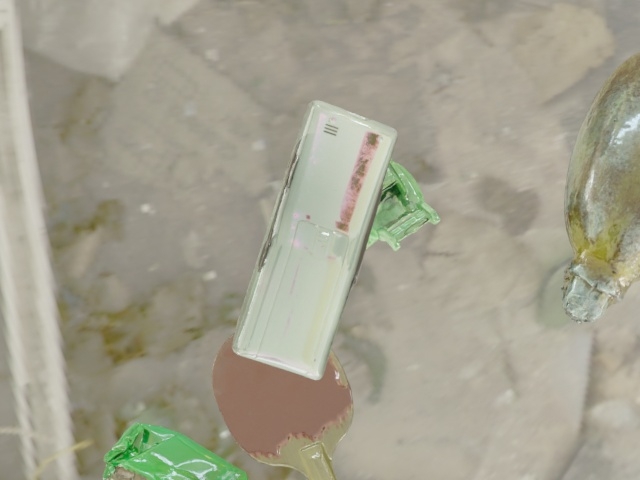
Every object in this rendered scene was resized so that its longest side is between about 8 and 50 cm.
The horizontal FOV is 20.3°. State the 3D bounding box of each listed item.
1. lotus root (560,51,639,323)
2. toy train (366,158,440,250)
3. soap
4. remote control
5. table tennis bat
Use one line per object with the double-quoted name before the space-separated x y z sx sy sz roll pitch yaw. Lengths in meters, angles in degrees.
"lotus root" 0.320 -0.059 1.747 0.158 0.322 0.140 35 147 -9
"toy train" 0.051 -0.059 1.858 0.099 0.081 0.149 -33 87 -17
"soap" -0.165 0.342 2.025 0.218 0.098 0.273 26 139 22
"remote control" 0.000 0.000 1.106 0.065 0.029 0.166 19 85 -15
"table tennis bat" -0.020 0.183 1.749 0.131 0.022 0.234 -22 71 -12
